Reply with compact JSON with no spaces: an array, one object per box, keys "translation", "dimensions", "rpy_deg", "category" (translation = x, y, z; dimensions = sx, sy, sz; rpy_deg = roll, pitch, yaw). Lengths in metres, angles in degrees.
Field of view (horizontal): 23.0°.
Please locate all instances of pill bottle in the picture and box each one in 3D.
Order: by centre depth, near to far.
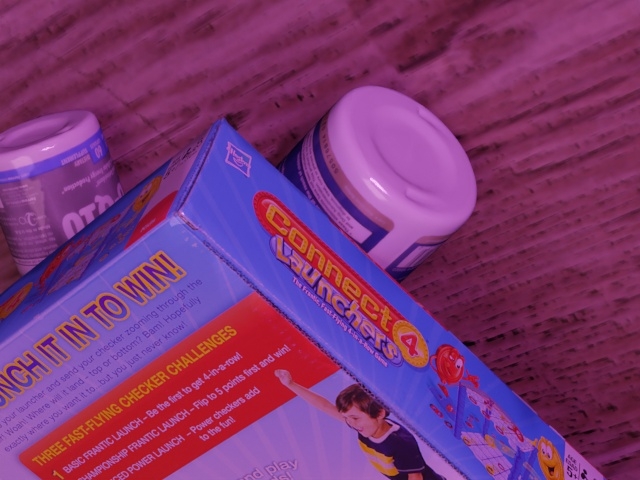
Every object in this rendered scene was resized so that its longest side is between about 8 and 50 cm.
[{"translation":[0.000,0.000,0.871],"dimensions":[0.094,0.094,0.169],"rpy_deg":[45,126,-1],"category":"pill bottle"},{"translation":[-0.151,-0.003,0.956],"dimensions":[0.078,0.078,0.137],"rpy_deg":[-6,113,29],"category":"pill bottle"}]

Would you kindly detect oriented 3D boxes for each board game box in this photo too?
[{"translation":[-0.055,0.131,0.869],"dimensions":[0.302,0.086,0.308],"rpy_deg":[44,125,-18],"category":"board game box"}]
